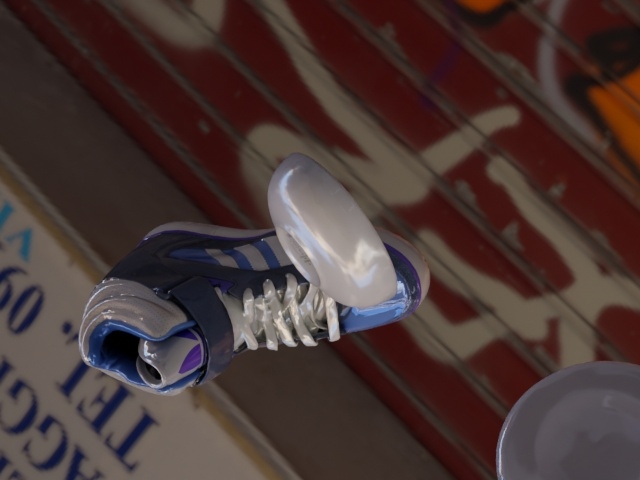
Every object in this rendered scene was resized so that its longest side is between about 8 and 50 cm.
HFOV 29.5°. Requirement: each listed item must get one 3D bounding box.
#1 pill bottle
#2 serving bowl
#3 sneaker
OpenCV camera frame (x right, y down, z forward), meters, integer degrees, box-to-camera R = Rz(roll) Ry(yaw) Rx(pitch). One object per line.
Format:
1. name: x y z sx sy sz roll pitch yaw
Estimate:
1. pill bottle: 0.248 0.235 0.995 0.160 0.160 0.283 62 180 42
2. serving bowl: 0.000 0.000 0.574 0.083 0.027 0.083 50 165 19
3. sneaker: -0.071 0.082 1.172 0.322 0.130 0.236 5 -149 14
